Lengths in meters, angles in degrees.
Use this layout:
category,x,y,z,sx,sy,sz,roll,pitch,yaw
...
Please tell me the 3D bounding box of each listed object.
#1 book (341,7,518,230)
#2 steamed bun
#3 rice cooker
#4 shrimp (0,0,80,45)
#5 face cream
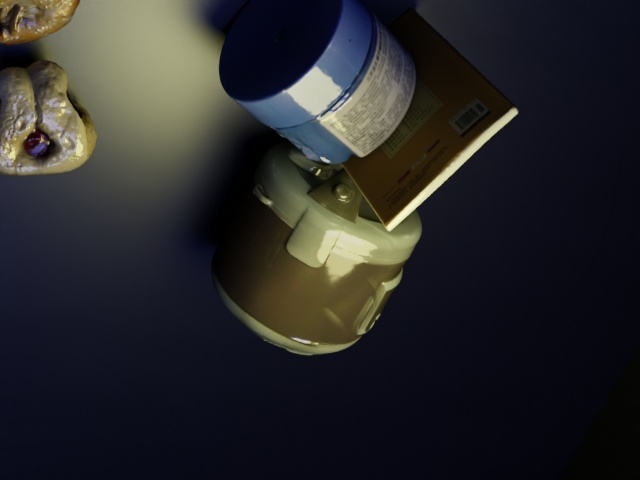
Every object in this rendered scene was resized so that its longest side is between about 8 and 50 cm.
category,x,y,z,sx,sy,sz,roll,pitch,yaw
book,0.131,-0.208,1.597,0.269,0.389,0.032,-43,128,12
steamed bun,-0.431,-0.195,1.488,0.172,0.141,0.155,-11,127,-15
rice cooker,0.000,0.000,1.754,0.335,0.335,0.325,11,120,-34
shrimp,-0.480,-0.333,1.405,0.287,0.063,0.152,-18,144,-16
face cream,-0.001,-0.270,1.572,0.249,0.249,0.225,-44,133,11
